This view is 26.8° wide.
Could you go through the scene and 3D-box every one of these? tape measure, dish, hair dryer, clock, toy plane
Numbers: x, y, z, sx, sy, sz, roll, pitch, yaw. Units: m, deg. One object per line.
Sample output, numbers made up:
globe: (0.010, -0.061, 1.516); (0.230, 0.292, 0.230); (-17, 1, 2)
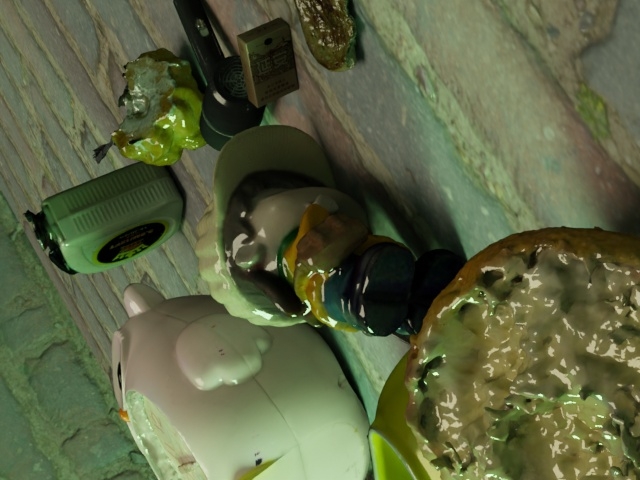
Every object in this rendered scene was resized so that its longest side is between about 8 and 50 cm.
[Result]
tape measure: (-0.341, -0.030, 2.086); (0.115, 0.235, 0.207); (62, 161, 13)
dish: (0.121, 0.240, 1.422); (0.221, 0.108, 0.262); (52, 157, 34)
hair dryer: (-0.126, -0.220, 1.558); (0.124, 0.072, 0.219); (115, 135, -64)
clock: (-0.113, 0.223, 1.799); (0.377, 0.250, 0.368); (37, 149, 41)
toy plane: (-0.266, -0.159, 1.973); (0.197, 0.078, 0.053); (-20, 93, 56)

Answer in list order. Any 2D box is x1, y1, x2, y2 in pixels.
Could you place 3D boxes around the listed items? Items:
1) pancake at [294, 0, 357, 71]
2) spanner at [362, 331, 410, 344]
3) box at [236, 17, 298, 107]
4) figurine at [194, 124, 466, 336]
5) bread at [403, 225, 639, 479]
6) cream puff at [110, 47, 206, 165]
pancake: (0.001, -0.222, 1.270); (0.116, 0.023, 0.129); (23, 131, 62)
spanner: (0.109, 0.105, 1.368); (0.015, 0.054, 0.254); (28, 179, -30)
box: (-0.055, -0.186, 1.412); (0.024, 0.053, 0.083); (45, 155, 41)
figurine: (-0.005, 0.030, 1.370); (0.332, 0.185, 0.204); (47, 120, 50)
bread: (0.193, 0.120, 0.958); (0.274, 0.149, 0.274); (4, 96, 37)
cream puff: (-0.195, -0.167, 1.729); (0.121, 0.156, 0.156); (5, 131, 18)
